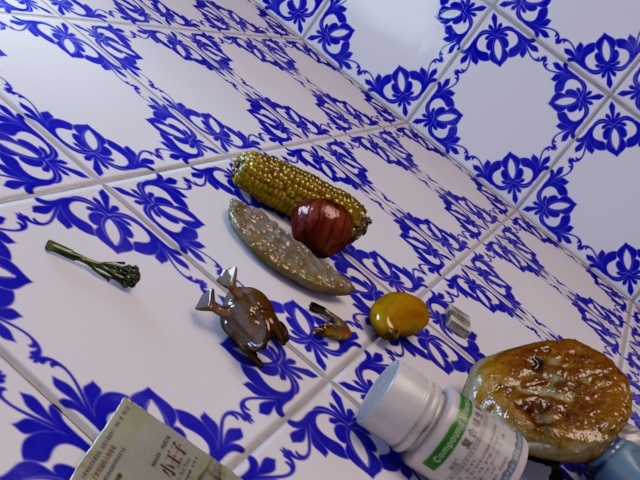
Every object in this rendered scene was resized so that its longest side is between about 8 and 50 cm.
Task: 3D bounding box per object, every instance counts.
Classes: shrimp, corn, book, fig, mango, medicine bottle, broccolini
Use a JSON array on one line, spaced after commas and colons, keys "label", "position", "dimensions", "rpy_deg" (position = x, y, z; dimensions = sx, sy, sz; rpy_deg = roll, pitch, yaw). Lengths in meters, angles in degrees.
[{"label": "shrimp", "position": [0.005, 0.141, 1.643], "dimensions": [0.091, 0.025, 0.127], "rpy_deg": [43, 16, 18]}, {"label": "corn", "position": [-0.037, -0.090, 1.977], "dimensions": [0.318, 0.115, 0.115], "rpy_deg": [29, 21, -21]}, {"label": "book", "position": [-0.131, 0.306, 1.045], "dimensions": [0.289, 0.026, 0.201], "rpy_deg": [35, 21, -5]}, {"label": "fig", "position": [0.002, -0.011, 1.873], "dimensions": [0.128, 0.150, 0.128], "rpy_deg": [1, 13, 0]}, {"label": "mango", "position": [0.145, 0.142, 1.806], "dimensions": [0.098, 0.075, 0.190], "rpy_deg": [37, 26, 19]}, {"label": "medicine bottle", "position": [0.181, 0.289, 1.438], "dimensions": [0.237, 0.139, 0.139], "rpy_deg": [36, 20, -3]}, {"label": "broccolini", "position": [-0.317, 0.028, 1.349], "dimensions": [0.140, 0.035, 0.030], "rpy_deg": [27, 18, -21]}]

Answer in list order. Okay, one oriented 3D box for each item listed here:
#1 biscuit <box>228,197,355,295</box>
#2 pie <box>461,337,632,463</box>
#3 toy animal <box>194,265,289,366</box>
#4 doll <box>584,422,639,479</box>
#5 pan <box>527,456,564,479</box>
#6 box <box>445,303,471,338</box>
[{"label": "biscuit", "position": [-0.074, 0.021, 1.762], "dimensions": [0.290, 0.038, 0.141], "rpy_deg": [39, 20, 10]}, {"label": "pie", "position": [0.405, 0.276, 1.695], "dimensions": [0.315, 0.092, 0.315], "rpy_deg": [-1, 29, 0]}, {"label": "toy animal", "position": [-0.093, 0.130, 1.435], "dimensions": [0.179, 0.089, 0.188], "rpy_deg": [42, 8, -34]}, {"label": "doll", "position": [0.588, 0.425, 1.735], "dimensions": [0.376, 0.187, 0.365], "rpy_deg": [10, 14, -4]}, {"label": "pan", "position": [0.412, 0.374, 1.686], "dimensions": [0.028, 0.136, 0.235], "rpy_deg": [61, 24, -31]}, {"label": "box", "position": [0.294, 0.172, 2.055], "dimensions": [0.054, 0.024, 0.083], "rpy_deg": [35, 20, -7]}]
